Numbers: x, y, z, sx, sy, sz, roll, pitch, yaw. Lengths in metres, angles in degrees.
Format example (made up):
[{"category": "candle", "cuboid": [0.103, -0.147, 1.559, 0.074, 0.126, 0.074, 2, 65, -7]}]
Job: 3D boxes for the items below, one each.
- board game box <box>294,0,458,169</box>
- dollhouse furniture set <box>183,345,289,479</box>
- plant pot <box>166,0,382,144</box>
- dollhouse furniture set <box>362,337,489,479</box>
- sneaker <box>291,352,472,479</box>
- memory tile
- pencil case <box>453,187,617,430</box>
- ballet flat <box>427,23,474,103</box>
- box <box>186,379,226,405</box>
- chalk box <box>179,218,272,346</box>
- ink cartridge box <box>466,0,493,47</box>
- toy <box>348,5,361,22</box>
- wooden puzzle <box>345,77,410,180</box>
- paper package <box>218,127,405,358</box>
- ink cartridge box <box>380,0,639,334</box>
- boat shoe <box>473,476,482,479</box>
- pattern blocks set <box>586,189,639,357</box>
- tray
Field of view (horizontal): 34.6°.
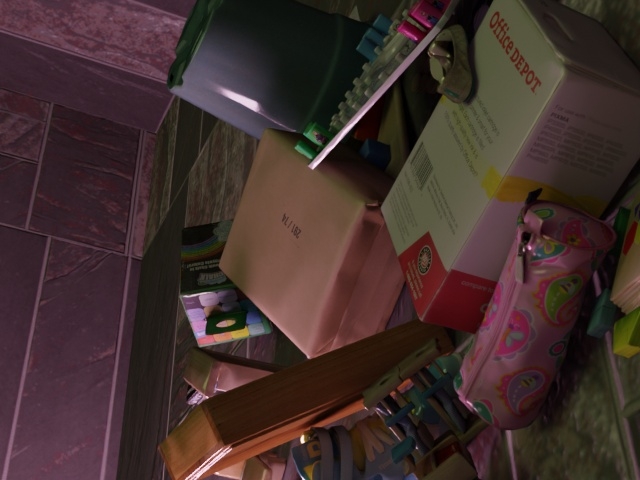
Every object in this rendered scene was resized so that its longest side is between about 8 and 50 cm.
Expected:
[{"category": "board game box", "cuboid": [0.127, -0.343, 1.667, 0.390, 0.050, 0.390, -44, 13, 47]}, {"category": "dollhouse furniture set", "cuboid": [-0.149, 0.424, 1.901, 0.362, 0.257, 0.394, -171, 96, -70]}, {"category": "plant pot", "cuboid": [-0.104, -0.347, 2.042, 0.341, 0.334, 0.341, -50, 27, 38]}, {"category": "dollhouse furniture set", "cuboid": [0.145, 0.228, 1.320, 0.129, 0.129, 0.183, -40, 4, 6]}, {"category": "sneaker", "cuboid": [0.080, 0.282, 1.470, 0.127, 0.208, 0.319, -112, 43, -60]}, {"category": "memory tile", "cuboid": [0.207, -0.338, 1.867, 0.113, 0.012, 0.148, -153, 79, -70]}, {"category": "pencil case", "cuboid": [0.251, 0.088, 1.236, 0.124, 0.124, 0.284, -109, 29, -57]}, {"category": "ballet flat", "cuboid": [0.171, -0.247, 1.377, 0.168, 0.052, 0.057, -94, 27, -50]}, {"category": "box", "cuboid": [-0.163, 0.307, 2.130, 0.190, 0.184, 0.045, 131, 145, -52]}, {"category": "chalk box", "cuboid": [-0.213, 0.114, 2.324, 0.289, 0.180, 0.179, -96, -5, -47]}, {"category": "ink cartridge box", "cuboid": [0.303, -0.392, 1.582, 0.165, 0.065, 0.332, -175, 101, -70]}, {"category": "toy", "cuboid": [0.048, -0.378, 2.251, 0.237, 0.056, 0.137, -53, 31, 36]}, {"category": "wooden puzzle", "cuboid": [0.067, -0.125, 1.983, 0.347, 0.081, 0.322, -98, 30, -47]}, {"category": "paper package", "cuboid": [0.000, 0.000, 1.803, 0.325, 0.168, 0.309, 40, 117, 44]}, {"category": "ink cartridge box", "cuboid": [0.251, -0.102, 1.358, 0.279, 0.160, 0.384, -102, 33, -55]}, {"category": "boat shoe", "cuboid": [0.200, 0.334, 1.257, 0.335, 0.112, 0.095, 162, 117, -70]}, {"category": "pattern blocks set", "cuboid": [0.353, -0.016, 1.062, 0.325, 0.026, 0.285, 94, -166, -79]}, {"category": "tray", "cuboid": [-0.015, 0.231, 1.504, 0.076, 0.411, 0.203, 63, 145, 16]}]
